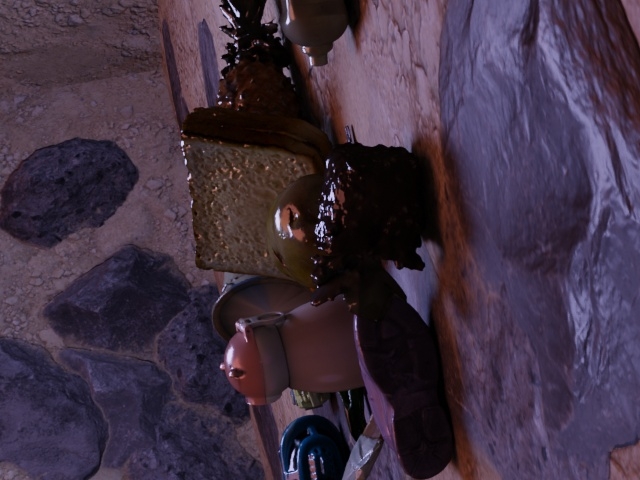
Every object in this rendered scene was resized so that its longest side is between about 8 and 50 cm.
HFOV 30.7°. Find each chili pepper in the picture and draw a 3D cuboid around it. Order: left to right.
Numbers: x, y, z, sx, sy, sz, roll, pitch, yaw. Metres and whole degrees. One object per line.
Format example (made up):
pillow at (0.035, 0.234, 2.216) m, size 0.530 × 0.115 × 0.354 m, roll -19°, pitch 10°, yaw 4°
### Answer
chili pepper at (0.048, 0.260, 1.945) m, size 0.073 × 0.050 × 0.182 m, roll 107°, pitch 148°, yaw -54°

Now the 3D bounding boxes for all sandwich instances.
sandwich at (-0.089, -0.068, 1.836) m, size 0.095 × 0.249 × 0.273 m, roll -56°, pitch -30°, yaw -49°

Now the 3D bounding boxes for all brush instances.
brush at (0.025, 0.392, 1.709) m, size 0.337 × 0.020 × 0.085 m, roll -64°, pitch 16°, yaw -9°

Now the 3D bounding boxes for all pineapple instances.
pineapple at (-0.111, -0.283, 1.969) m, size 0.169 × 0.169 × 0.340 m, roll 104°, pitch 161°, yaw -66°

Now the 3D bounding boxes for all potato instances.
potato at (-0.004, -0.009, 1.688) m, size 0.200 × 0.137 × 0.155 m, roll 112°, pitch 144°, yaw -69°

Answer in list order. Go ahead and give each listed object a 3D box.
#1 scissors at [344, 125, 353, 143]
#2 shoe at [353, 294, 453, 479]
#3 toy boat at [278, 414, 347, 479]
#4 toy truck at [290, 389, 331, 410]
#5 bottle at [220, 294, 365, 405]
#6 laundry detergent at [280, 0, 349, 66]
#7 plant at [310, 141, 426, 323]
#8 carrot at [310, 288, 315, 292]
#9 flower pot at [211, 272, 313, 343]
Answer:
scissors at (0.049, -0.107, 1.642) m, size 0.039 × 0.012 × 0.113 m, roll 152°, pitch 106°, yaw -79°
shoe at (0.095, 0.175, 1.489) m, size 0.137 × 0.095 × 0.245 m, roll -165°, pitch 57°, yaw -75°
toy boat at (0.009, 0.470, 2.164) m, size 0.092 × 0.134 × 0.299 m, roll 140°, pitch 123°, yaw -66°
toy truck at (-0.028, 0.245, 2.248) m, size 0.100 × 0.077 × 0.169 m, roll 150°, pitch 109°, yaw -82°
bottle at (-0.035, 0.170, 1.771) m, size 0.147 × 0.236 × 0.148 m, roll 168°, pitch 90°, yaw -79°
laundry detergent at (-0.017, -0.352, 1.509) m, size 0.181 × 0.091 × 0.253 m, roll -111°, pitch 12°, yaw -66°
plant at (0.054, -0.011, 1.366) m, size 0.131 × 0.142 × 0.203 m, roll -112°, pitch 19°, yaw -67°
carrot at (0.000, 0.000, 1.939) m, size 0.248 × 0.043 × 0.043 m, roll 91°, pitch 164°, yaw -44°
flower pot at (-0.101, 0.073, 2.169) m, size 0.203 × 0.212 × 0.212 m, roll -99°, pitch 5°, yaw -46°
